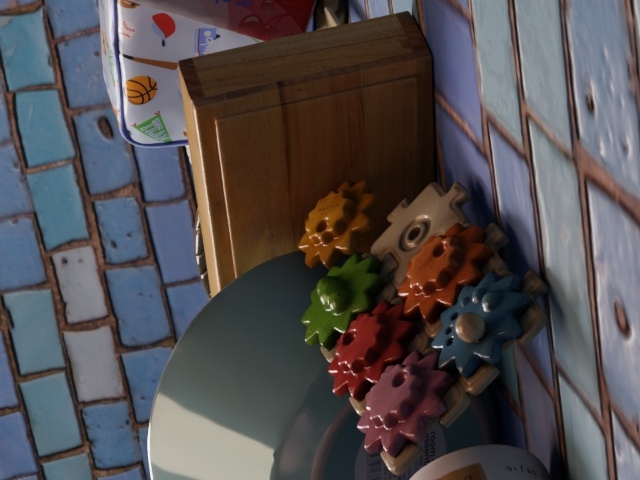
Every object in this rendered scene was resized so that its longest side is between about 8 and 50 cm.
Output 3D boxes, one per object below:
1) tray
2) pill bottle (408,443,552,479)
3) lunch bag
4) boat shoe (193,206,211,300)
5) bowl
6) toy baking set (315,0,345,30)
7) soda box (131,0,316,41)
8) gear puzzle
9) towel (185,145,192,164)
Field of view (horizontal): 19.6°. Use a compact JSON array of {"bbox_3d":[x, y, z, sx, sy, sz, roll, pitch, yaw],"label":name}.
[{"bbox_3d":[0.000,0.000,1.657,0.076,0.203,0.411,-111,12,-45],"label":"tray"},{"bbox_3d":[0.141,0.272,1.345,0.229,0.131,0.131,-111,11,-46],"label":"pill bottle"},{"bbox_3d":[-0.117,-0.238,2.024,0.115,0.243,0.303,-108,14,-46],"label":"lunch bag"},{"bbox_3d":[-0.080,0.032,2.187,0.120,0.122,0.324,-86,-6,-60],"label":"boat shoe"},{"bbox_3d":[0.027,0.174,1.567,0.163,0.311,0.311,23,128,57],"label":"bowl"},{"bbox_3d":[0.034,-0.155,1.839,0.256,0.030,0.196,91,162,-58],"label":"toy baking set"},{"bbox_3d":[-0.133,-0.268,1.848,0.092,0.263,0.083,-98,25,-78],"label":"soda box"},{"bbox_3d":[0.052,0.027,1.424,0.044,0.175,0.339,38,-171,-29],"label":"gear puzzle"},{"bbox_3d":[-0.109,-0.130,2.316,0.187,0.049,0.282,67,-159,0],"label":"towel"}]
